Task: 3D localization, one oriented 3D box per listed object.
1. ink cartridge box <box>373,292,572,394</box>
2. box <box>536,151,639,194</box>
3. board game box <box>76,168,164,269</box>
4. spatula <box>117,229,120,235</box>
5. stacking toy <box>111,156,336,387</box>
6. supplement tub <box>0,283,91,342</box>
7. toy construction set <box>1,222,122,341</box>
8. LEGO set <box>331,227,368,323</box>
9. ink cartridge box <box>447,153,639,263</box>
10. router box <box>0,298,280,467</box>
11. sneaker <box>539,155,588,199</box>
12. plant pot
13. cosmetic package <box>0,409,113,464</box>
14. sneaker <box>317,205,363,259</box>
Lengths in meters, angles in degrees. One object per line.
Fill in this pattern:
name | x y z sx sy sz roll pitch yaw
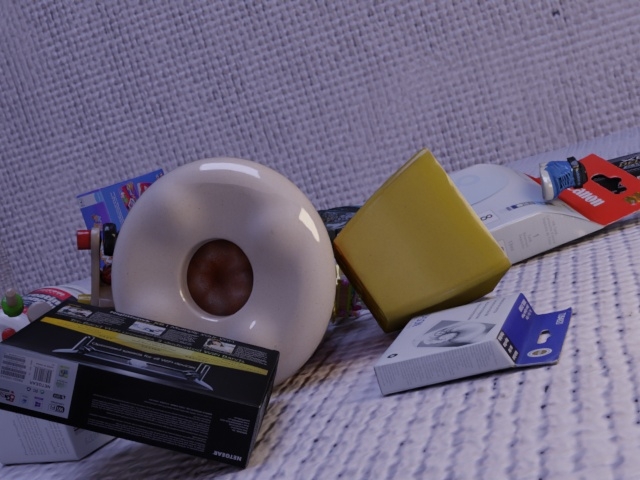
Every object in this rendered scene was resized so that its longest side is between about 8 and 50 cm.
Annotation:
ink cartridge box | 0.203 0.123 1.246 0.223 0.045 0.223 -14 7 21
box | 0.591 -0.113 2.020 0.307 0.077 0.242 -14 9 25
board game box | -0.414 0.026 2.268 0.078 0.347 0.233 -13 7 32
spatula | -0.277 -0.050 1.996 0.296 0.030 0.084 -19 10 -21
stacking toy | -0.082 0.055 1.575 0.350 0.351 0.480 -15 -5 18
supplement tub | -0.556 0.198 1.906 0.191 0.191 0.272 -15 8 17
toy construction set | -0.399 0.142 1.677 0.308 0.257 0.237 -22 -23 -23
LEGO set | 0.074 0.082 1.682 0.107 0.132 0.287 1 -20 -2
ink cartridge box | 0.407 -0.088 1.833 0.384 0.091 0.308 -22 23 -4
router box | -0.216 0.168 1.198 0.308 0.081 0.243 14 9 2
sneaker | 0.442 -0.114 1.748 0.084 0.058 0.152 -7 13 14
plant pot | 0.136 0.024 1.449 0.187 0.212 0.212 -34 -12 -6
cosmetic package | -0.384 0.227 1.420 0.183 0.151 0.151 -11 10 36
sneaker | 0.000 0.000 1.871 0.340 0.125 0.140 -2 16 0
